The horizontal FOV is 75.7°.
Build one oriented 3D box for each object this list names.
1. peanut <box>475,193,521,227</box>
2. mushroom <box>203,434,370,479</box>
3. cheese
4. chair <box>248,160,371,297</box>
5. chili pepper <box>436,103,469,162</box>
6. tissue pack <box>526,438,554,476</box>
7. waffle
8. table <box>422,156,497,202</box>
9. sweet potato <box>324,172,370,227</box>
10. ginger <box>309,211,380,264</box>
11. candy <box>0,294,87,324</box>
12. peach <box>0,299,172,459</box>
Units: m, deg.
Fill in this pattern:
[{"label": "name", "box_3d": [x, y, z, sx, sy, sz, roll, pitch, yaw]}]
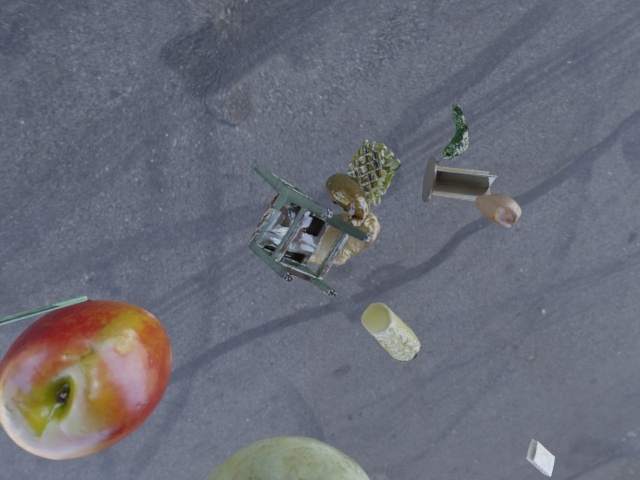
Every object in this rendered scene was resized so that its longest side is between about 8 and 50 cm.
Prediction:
[{"label": "peanut", "box_3d": [0.461, -0.084, 1.076, 0.076, 0.152, 0.076, -7, 119, -13]}, {"label": "mushroom", "box_3d": [-0.051, 0.461, 0.566, 0.352, 0.352, 0.260, -28, 156, 4]}, {"label": "cheese", "box_3d": [0.198, 0.261, 1.164, 0.094, 0.123, 0.167, -40, 122, 8]}, {"label": "chair", "box_3d": [-0.057, -0.025, 0.787, 0.136, 0.270, 0.147, 27, 96, -46]}, {"label": "chili pepper", "box_3d": [0.519, -0.392, 1.578, 0.122, 0.065, 0.278, 24, 69, -5]}, {"label": "tissue pack", "box_3d": [0.589, 0.581, 1.100, 0.108, 0.023, 0.056, 45, 61, -25]}, {"label": "waffle", "box_3d": [0.181, -0.259, 1.530, 0.054, 0.204, 0.223, 0, 124, -45]}, {"label": "table", "box_3d": [0.497, -0.204, 1.479, 0.227, 0.167, 0.167, 7, 117, 1]}, {"label": "sweet potato", "box_3d": [0.072, -0.134, 1.157, 0.124, 0.310, 0.098, 36, 111, -17]}, {"label": "ginger", "box_3d": [0.000, 0.000, 1.194, 0.354, 0.189, 0.126, -9, 142, 25]}, {"label": "candy", "box_3d": [-0.480, 0.122, 0.565, 0.288, 0.078, 0.084, -19, 141, -35]}, {"label": "peach", "box_3d": [-0.557, 0.320, 1.021, 0.389, 0.388, 0.388, -5, 119, -9]}]
